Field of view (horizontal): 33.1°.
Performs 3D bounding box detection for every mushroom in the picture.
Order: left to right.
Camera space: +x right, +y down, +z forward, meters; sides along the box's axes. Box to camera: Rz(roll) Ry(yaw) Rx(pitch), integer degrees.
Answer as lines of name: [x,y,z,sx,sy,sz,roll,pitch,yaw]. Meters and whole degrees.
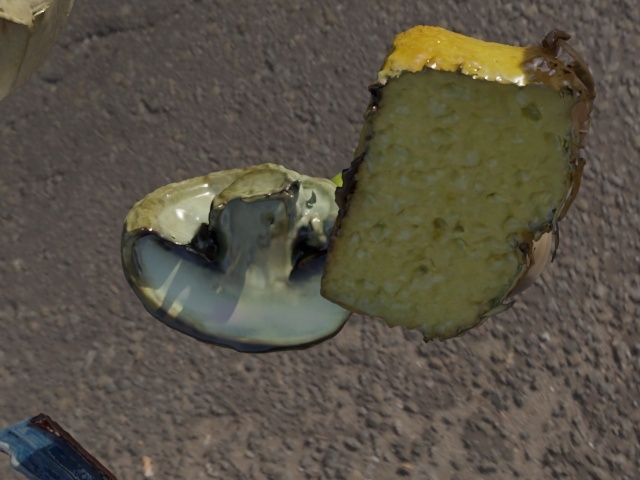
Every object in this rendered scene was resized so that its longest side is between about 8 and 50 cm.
mushroom: [-0.071,0.010,1.196,0.267,0.189,0.164,-13,24,10]

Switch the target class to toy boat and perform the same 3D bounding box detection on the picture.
toy boat: [-0.333,0.363,1.445,0.309,0.129,0.142,41,79,9]

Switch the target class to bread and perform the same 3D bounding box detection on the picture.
bread: [0.097,-0.057,0.789,0.160,0.260,0.147,11,48,1]

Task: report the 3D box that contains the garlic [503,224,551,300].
garlic: [0.188,-0.003,1.228,0.160,0.214,0.191,20,83,47]

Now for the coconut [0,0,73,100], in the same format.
coconut: [-0.422,-0.269,1.002,0.360,0.346,0.346,1,69,42]

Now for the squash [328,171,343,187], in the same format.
squash: [-0.001,-0.017,1.412,0.184,0.085,0.192,-16,46,-1]
